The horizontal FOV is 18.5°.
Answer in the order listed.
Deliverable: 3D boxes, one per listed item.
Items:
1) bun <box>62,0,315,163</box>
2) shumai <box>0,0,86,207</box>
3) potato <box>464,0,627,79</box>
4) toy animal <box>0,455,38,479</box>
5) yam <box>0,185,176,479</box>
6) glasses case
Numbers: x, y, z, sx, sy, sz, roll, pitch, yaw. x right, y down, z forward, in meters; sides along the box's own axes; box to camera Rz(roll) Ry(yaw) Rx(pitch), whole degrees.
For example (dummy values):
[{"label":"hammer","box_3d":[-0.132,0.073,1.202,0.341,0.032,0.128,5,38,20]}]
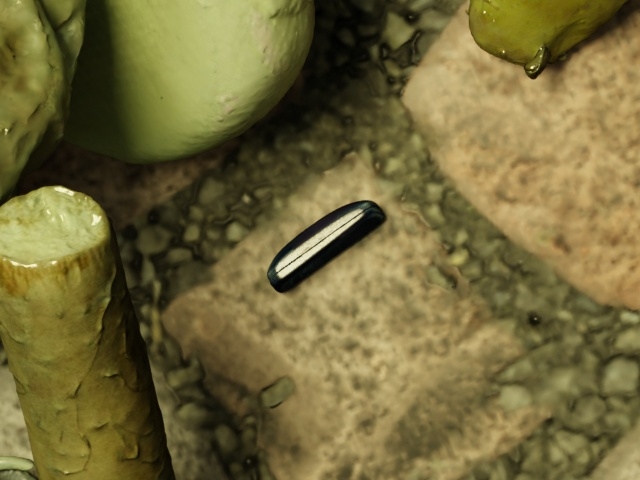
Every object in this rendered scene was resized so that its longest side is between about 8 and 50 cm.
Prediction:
[{"label":"bun","box_3d":[-0.107,-0.196,1.152,0.293,0.293,0.187,40,55,5]},{"label":"shumai","box_3d":[-0.272,-0.032,1.090,0.309,0.263,0.304,12,62,16]},{"label":"potato","box_3d":[0.174,-0.198,1.179,0.117,0.090,0.225,42,99,-1]},{"label":"toy animal","box_3d":[-0.290,0.132,1.208,0.269,0.082,0.137,-6,82,-9]},{"label":"yam","box_3d":[-0.120,0.126,1.085,0.083,0.371,0.083,-4,46,4]},{"label":"glasses case","box_3d":[0.000,0.000,1.216,0.083,0.033,0.023,-37,74,3]}]
